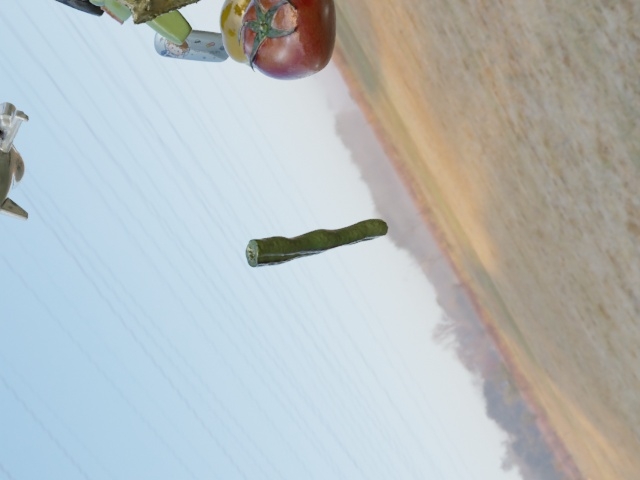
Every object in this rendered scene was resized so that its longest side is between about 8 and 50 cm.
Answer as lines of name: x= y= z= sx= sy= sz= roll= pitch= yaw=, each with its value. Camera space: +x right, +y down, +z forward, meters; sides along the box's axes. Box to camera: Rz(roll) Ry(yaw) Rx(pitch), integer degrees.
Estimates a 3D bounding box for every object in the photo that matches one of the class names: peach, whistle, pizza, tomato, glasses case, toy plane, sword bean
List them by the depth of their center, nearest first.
sword bean: x=0.000 y=0.000 z=1.094 sx=0.269 sy=0.043 sz=0.038 roll=-12 pitch=-105 yaw=-45
pizza: x=-0.275 y=-0.394 z=1.158 sx=0.181 sy=0.034 sz=0.262 roll=33 pitch=-144 yaw=-4
tomato: x=-0.045 y=-0.330 z=1.225 sx=0.167 sy=0.167 sz=0.167 roll=58 pitch=-170 yaw=-17
toy plane: x=-0.540 y=-0.108 z=1.286 sx=0.117 sy=0.244 sz=0.244 roll=19 pitch=-147 yaw=-29
whistle: x=-0.343 y=-0.445 z=1.338 sx=0.288 sy=0.131 sz=0.106 roll=39 pitch=160 yaw=-25
peach: x=-0.097 y=-0.387 z=1.390 sx=0.103 sy=0.179 sz=0.179 roll=46 pitch=179 yaw=38
glasses case: x=-0.299 y=-0.458 z=1.826 sx=0.045 sy=0.179 sz=0.067 roll=-110 pitch=27 yaw=-54

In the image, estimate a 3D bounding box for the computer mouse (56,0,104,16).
computer mouse: x=-0.457 y=-0.504 z=1.492 sx=0.138 sy=0.086 sz=0.269 roll=20 pitch=-160 yaw=-16
